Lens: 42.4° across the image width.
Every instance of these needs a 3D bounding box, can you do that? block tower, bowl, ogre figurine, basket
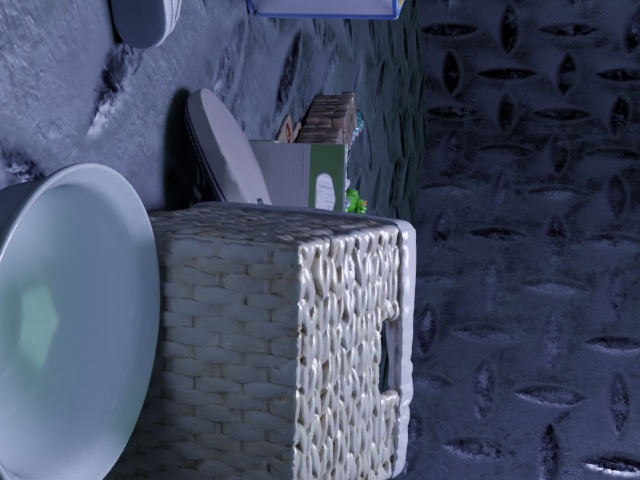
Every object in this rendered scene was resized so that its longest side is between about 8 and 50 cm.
[{"bbox_3d":[0.010,-0.218,1.806,0.335,0.097,0.090,-70,158,-55],"label":"block tower"},{"bbox_3d":[-0.262,0.076,0.727,0.298,0.134,0.297,3,90,-77],"label":"bowl"},{"bbox_3d":[0.058,-0.066,2.092,0.197,0.097,0.118,-17,130,-59],"label":"ogre figurine"},{"bbox_3d":[-0.086,0.130,0.972,0.266,0.332,0.328,-11,105,-61],"label":"basket"}]

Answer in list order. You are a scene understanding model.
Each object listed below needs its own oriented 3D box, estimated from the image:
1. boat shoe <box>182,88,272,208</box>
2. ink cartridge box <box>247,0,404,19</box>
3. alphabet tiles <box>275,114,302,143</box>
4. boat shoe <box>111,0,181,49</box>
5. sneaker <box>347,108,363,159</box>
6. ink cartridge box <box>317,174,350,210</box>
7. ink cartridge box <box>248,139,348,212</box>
[{"bbox_3d":[-0.156,-0.038,1.198,0.340,0.158,0.127,66,18,4],"label":"boat shoe"},{"bbox_3d":[0.043,-0.550,1.512,0.395,0.270,0.151,-70,160,-49],"label":"ink cartridge box"},{"bbox_3d":[-0.075,-0.079,1.706,0.342,0.011,0.285,-72,160,-45],"label":"alphabet tiles"},{"bbox_3d":[-0.205,-0.359,0.964,0.084,0.095,0.258,-68,168,-62],"label":"boat shoe"},{"bbox_3d":[0.045,-0.241,2.059,0.098,0.083,0.223,109,3,-48],"label":"sneaker"},{"bbox_3d":[-0.077,0.009,1.403,0.311,0.065,0.186,-59,165,9],"label":"ink cartridge box"},{"bbox_3d":[-0.067,-0.068,1.267,0.056,0.235,0.171,-13,106,-72],"label":"ink cartridge box"}]
